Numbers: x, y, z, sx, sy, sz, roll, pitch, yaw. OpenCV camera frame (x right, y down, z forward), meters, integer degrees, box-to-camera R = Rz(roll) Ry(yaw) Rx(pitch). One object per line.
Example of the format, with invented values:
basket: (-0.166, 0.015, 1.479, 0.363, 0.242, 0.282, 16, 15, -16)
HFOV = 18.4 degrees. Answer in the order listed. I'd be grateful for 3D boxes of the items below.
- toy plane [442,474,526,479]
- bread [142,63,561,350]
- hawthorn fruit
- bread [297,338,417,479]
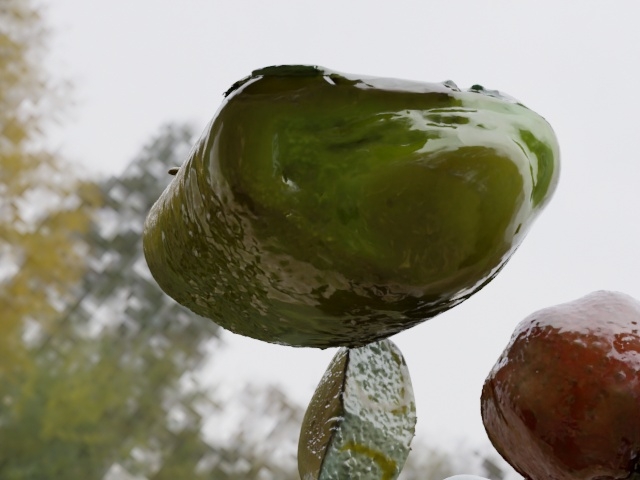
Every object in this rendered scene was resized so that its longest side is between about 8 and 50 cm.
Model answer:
toy plane: (0.159, 0.295, 1.565, 0.267, 0.267, 0.122, 19, -4, 43)
bread: (0.000, 0.000, 1.034, 0.166, 0.112, 0.383, 5, -9, -11)
hawthorn fruit: (0.203, 0.130, 1.395, 0.157, 0.157, 0.194, 55, 4, -42)
bread: (0.022, 0.165, 1.677, 0.083, 0.157, 0.094, 29, -40, -30)
